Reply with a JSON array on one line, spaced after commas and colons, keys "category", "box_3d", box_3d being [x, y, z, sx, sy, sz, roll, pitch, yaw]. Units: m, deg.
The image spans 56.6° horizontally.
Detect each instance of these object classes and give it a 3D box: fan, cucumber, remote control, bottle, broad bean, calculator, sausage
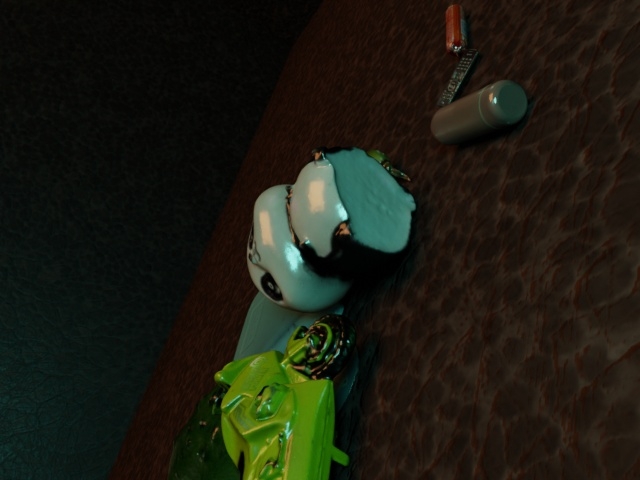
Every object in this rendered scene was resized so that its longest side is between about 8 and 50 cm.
[{"category": "fan", "box_3d": [0.013, 0.177, 0.812, 0.113, 0.005, 0.175, -60, 16, 9]}, {"category": "cucumber", "box_3d": [-0.171, 0.341, 0.896, 0.325, 0.145, 0.105, -57, -10, 32]}, {"category": "remote control", "box_3d": [0.201, -0.232, 0.858, 0.091, 0.016, 0.034, -61, 32, 7]}, {"category": "bottle", "box_3d": [0.186, -0.150, 0.711, 0.053, 0.053, 0.140, -66, 16, -10]}, {"category": "broad bean", "box_3d": [0.053, -0.102, 1.014, 0.325, 0.067, 0.075, 154, 132, -67]}, {"category": "calculator", "box_3d": [-0.066, 0.124, 1.057, 0.386, 0.054, 0.256, -47, 23, 45]}, {"category": "sausage", "box_3d": [0.214, -0.326, 0.933, 0.034, 0.034, 0.130, -47, 24, 43]}]

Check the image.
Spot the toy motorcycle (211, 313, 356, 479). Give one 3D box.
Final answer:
[{"category": "toy motorcycle", "box_3d": [-0.060, 0.245, 0.675, 0.206, 0.142, 0.342, -33, 35, 42]}]

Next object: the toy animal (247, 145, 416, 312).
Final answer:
[{"category": "toy animal", "box_3d": [-0.003, -0.002, 0.812, 0.235, 0.165, 0.187, -33, 63, 34]}]
